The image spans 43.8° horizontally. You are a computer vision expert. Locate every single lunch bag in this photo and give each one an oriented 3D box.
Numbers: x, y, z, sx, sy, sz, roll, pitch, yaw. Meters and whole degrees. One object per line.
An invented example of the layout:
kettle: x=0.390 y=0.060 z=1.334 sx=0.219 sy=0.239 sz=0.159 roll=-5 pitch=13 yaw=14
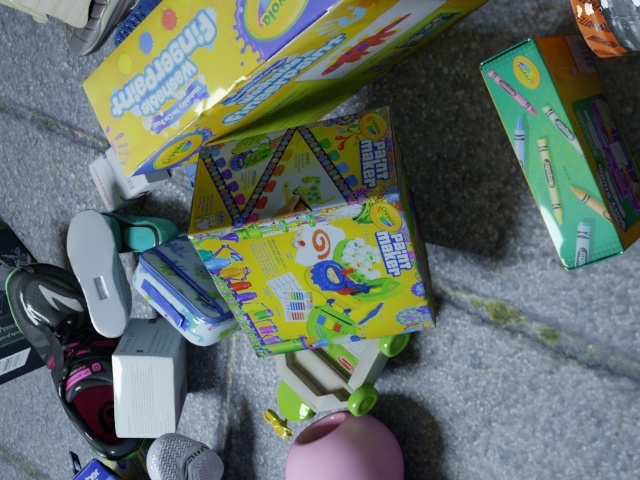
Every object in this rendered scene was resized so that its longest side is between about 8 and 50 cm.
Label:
lunch bag: x=-0.232 y=0.090 z=1.487 sx=0.219 sy=0.176 sz=0.090 roll=40 pitch=124 yaw=22

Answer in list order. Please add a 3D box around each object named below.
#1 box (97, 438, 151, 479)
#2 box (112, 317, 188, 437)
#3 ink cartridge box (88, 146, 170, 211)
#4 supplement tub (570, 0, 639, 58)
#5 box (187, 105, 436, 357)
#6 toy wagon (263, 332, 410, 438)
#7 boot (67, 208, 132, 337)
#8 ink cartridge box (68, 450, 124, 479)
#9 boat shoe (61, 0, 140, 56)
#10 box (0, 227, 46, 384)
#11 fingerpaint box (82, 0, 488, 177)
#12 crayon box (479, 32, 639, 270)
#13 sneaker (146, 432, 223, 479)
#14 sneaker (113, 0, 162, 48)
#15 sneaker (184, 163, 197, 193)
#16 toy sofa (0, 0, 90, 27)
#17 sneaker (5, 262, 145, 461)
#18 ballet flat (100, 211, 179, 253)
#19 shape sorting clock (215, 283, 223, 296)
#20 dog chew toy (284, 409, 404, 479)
box: x=-0.448 y=0.508 z=1.865 sx=0.179 sy=0.043 sz=0.105 roll=-33 pitch=83 yaw=37
box: x=-0.338 y=0.273 z=1.603 sx=0.118 sy=0.181 sz=0.182 roll=1 pitch=109 yaw=-2
ink cartridge box: x=-0.388 y=-0.138 z=1.609 sx=0.150 sy=0.063 sz=0.109 roll=-27 pitch=86 yaw=40
supplement tub: x=0.446 y=-0.314 z=0.830 sx=0.337 sy=0.207 sz=0.207 roll=-9 pitch=98 yaw=38
box: x=0.000 y=0.000 z=1.137 sx=0.279 sy=0.177 sz=0.290 roll=-10 pitch=137 yaw=10
toy wagon: x=0.004 y=0.180 z=1.353 sx=0.267 sy=0.068 sz=0.345 roll=39 pitch=112 yaw=37
boot: x=-0.438 y=0.060 z=1.596 sx=0.095 sy=0.123 sz=0.259 roll=-9 pitch=99 yaw=-6
ink cartridge box: x=-0.425 y=0.622 z=1.706 sx=0.395 sy=0.151 sz=0.270 roll=40 pitch=160 yaw=9
boat shoe: x=-0.355 y=-0.459 z=1.436 sx=0.355 sy=0.130 sz=0.132 roll=-40 pitch=69 yaw=43
box: x=-0.810 y=0.173 z=1.844 sx=0.312 sy=0.343 sz=0.179 roll=45 pitch=127 yaw=17
fingerpaint box: x=-0.050 y=-0.281 z=1.113 sx=0.444 sy=0.371 sz=0.163 roll=-30 pitch=85 yaw=40
crayon box: x=0.321 y=-0.119 z=1.011 sx=0.081 sy=0.165 sz=0.279 roll=-23 pitch=89 yaw=39
sneaker: x=-0.279 y=0.497 z=1.605 sx=0.210 sy=0.137 sz=0.366 roll=9 pitch=141 yaw=40
sneaker: x=-0.270 y=-0.414 z=1.433 sx=0.232 sy=0.090 sz=0.081 roll=-39 pitch=79 yaw=16
sneaker: x=-0.199 y=-0.083 z=1.470 sx=0.080 sy=0.081 sz=0.211 roll=-39 pitch=80 yaw=38
toy sofa: x=-0.409 y=-0.528 z=1.297 sx=0.362 sy=0.177 sz=0.150 roll=-38 pitch=47 yaw=44
sneaker: x=-0.506 y=0.254 z=1.715 sx=0.483 sy=0.185 sz=0.202 roll=59 pitch=160 yaw=-4
ballet flat: x=-0.380 y=-0.014 z=1.626 sx=0.247 sy=0.087 sz=0.083 roll=7 pitch=101 yaw=38
shape sorting clock: x=-0.106 y=0.028 z=1.378 sx=0.206 sy=0.040 sz=0.206 roll=-1 pitch=88 yaw=26
dog chew toy: x=0.079 y=0.461 z=1.357 sx=0.206 sy=0.206 sz=0.332 roll=-24 pitch=96 yaw=39
